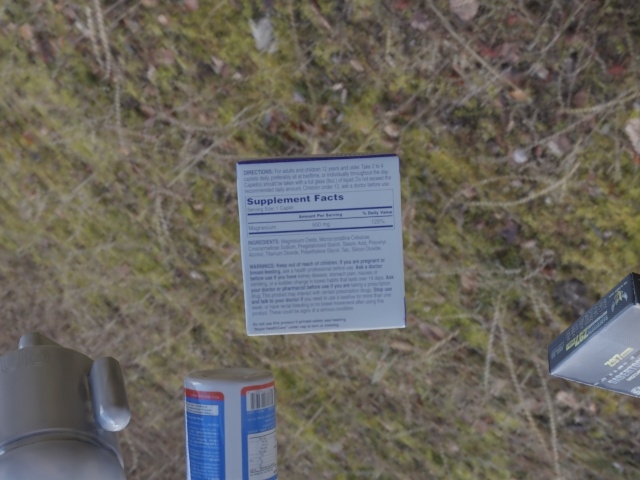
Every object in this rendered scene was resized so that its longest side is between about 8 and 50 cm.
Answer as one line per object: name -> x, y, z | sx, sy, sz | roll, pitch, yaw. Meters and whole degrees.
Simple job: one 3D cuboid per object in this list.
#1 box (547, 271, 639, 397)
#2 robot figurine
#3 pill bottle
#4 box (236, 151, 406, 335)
box -> 0.473, 0.148, 1.297 | 0.183, 0.059, 0.233 | 16, 142, -11
robot figurine -> -0.373, 0.284, 1.182 | 0.199, 0.300, 0.353 | 37, -165, -38
pill bottle -> -0.120, 0.288, 1.176 | 0.124, 0.124, 0.222 | -2, 89, 55
box -> 0.000, 0.000, 0.702 | 0.072, 0.126, 0.137 | -99, 6, -82
